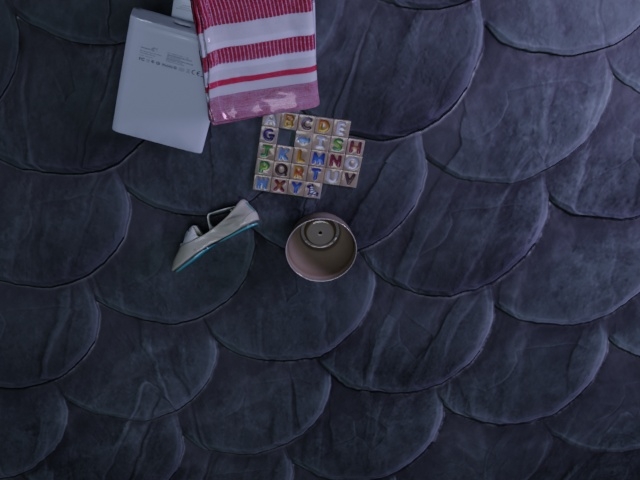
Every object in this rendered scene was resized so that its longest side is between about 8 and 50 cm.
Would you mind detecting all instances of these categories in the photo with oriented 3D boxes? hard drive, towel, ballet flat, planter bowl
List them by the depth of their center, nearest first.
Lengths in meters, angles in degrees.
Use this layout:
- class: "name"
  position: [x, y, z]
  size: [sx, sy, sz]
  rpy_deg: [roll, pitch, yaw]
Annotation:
- class: "towel"
  position: [-0.125, -0.391, 1.794]
  size: [0.237, 0.037, 0.329]
  rpy_deg: [-12, 128, -11]
- class: "hard drive"
  position: [-0.317, -0.327, 1.903]
  size: [0.203, 0.040, 0.307]
  rpy_deg: [14, 137, -9]
- class: "planter bowl"
  position: [0.000, 0.000, 2.098]
  size: [0.162, 0.109, 0.162]
  rpy_deg: [-1, 116, -1]
- class: "ballet flat"
  position: [-0.258, -0.016, 2.109]
  size: [0.248, 0.086, 0.086]
  rpy_deg: [-30, 114, 11]

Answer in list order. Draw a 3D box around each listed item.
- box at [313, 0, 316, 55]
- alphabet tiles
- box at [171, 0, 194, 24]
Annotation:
- class: "box"
  position: [-0.074, -0.429, 1.877]
  size: [0.130, 0.091, 0.170]
  rpy_deg: [-1, 127, -1]
- class: "alphabet tiles"
  position: [-0.025, -0.189, 2.059]
  size: [0.237, 0.009, 0.198]
  rpy_deg: [8, 116, -5]
- class: "box"
  position: [-0.249, -0.475, 1.857]
  size: [0.102, 0.101, 0.087]
  rpy_deg: [10, 117, -6]
